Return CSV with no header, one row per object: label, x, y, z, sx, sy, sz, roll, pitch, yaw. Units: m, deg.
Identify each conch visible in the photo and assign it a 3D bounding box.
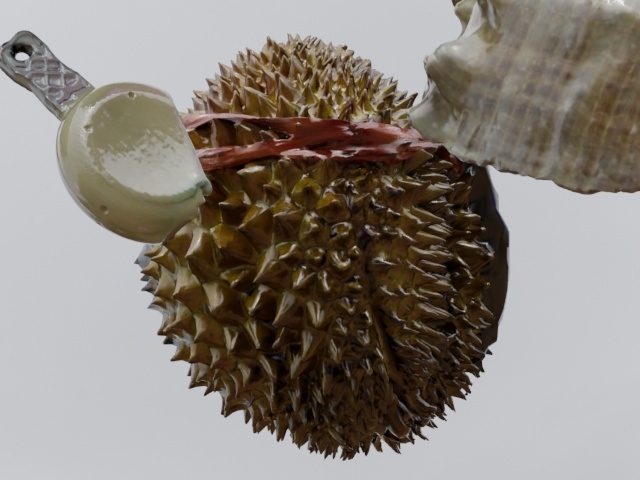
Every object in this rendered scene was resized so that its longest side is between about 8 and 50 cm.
conch,0.201,-0.142,1.259,0.352,0.210,0.297,11,30,42

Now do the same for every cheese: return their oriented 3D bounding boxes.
cheese,-0.135,-0.074,1.293,0.092,0.171,0.047,-22,-19,-27

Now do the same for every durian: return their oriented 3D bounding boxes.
durian,0.003,0.001,1.775,0.347,0.384,0.347,-20,-21,-8
